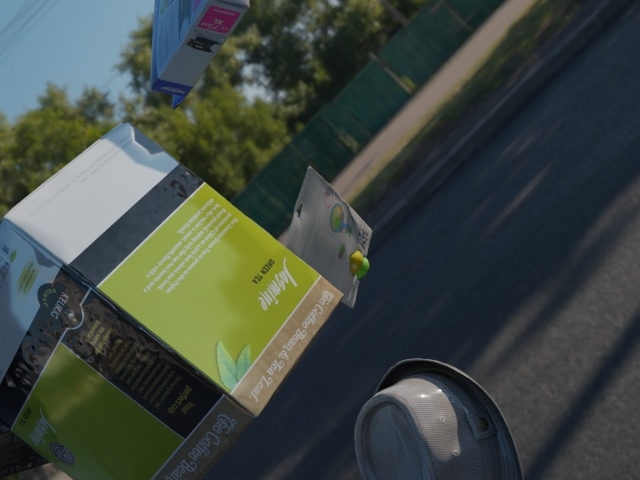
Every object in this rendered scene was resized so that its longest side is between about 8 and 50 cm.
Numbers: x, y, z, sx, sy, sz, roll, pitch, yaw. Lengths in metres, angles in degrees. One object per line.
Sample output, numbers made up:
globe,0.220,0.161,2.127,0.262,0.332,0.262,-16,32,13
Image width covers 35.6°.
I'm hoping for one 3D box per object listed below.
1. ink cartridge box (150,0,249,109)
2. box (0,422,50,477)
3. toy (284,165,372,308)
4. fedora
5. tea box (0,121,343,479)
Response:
ink cartridge box,-0.168,-0.317,1.317,0.311,0.065,0.185,142,132,-62
box,-0.560,0.335,1.761,0.233,0.059,0.183,-11,-50,-48
toy,0.000,0.000,1.503,0.056,0.237,0.136,4,69,32
fedora,0.140,0.301,1.362,0.124,0.275,0.244,-9,-10,-46
tea box,-0.211,0.109,1.142,0.329,0.323,0.220,-50,0,44
